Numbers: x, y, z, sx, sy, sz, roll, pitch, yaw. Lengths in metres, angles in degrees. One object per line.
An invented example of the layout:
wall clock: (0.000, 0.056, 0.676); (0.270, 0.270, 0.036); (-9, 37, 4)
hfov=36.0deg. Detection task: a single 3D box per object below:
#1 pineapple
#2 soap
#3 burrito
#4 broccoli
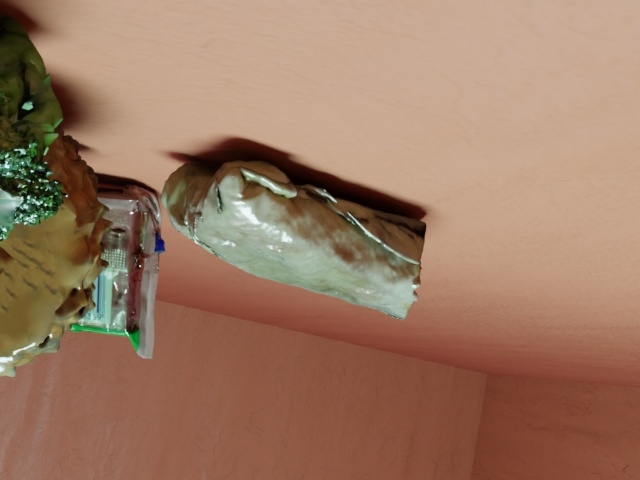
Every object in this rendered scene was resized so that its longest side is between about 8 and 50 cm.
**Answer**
pineapple: (-0.281, -0.026, 0.861); (0.222, 0.223, 0.357); (13, -171, -9)
soap: (-0.319, 0.018, 1.114); (0.273, 0.218, 0.098); (6, -174, 7)
burrito: (0.009, 0.003, 0.944); (0.347, 0.107, 0.175); (22, 179, -41)
broccoli: (-0.234, -0.079, 0.583); (0.156, 0.196, 0.195); (-24, -169, -31)
